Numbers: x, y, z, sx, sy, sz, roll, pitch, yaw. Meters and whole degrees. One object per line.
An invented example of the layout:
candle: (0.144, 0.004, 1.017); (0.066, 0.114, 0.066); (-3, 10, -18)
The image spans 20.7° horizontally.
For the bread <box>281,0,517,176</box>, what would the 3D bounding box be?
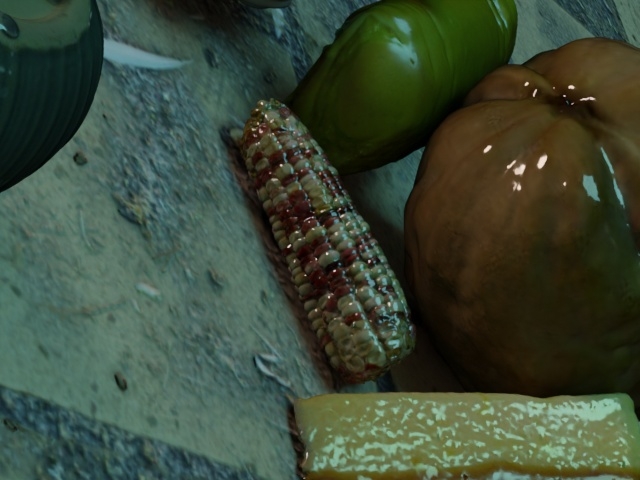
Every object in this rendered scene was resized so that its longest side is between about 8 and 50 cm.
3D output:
bread: (0.087, -0.147, 1.564); (0.112, 0.166, 0.383); (41, 23, 6)

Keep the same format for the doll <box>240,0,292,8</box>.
doll: (-0.020, -0.248, 1.422); (0.242, 0.311, 0.160); (35, 74, -72)

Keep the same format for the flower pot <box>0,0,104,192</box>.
flower pot: (-0.221, -0.112, 0.964); (0.189, 0.157, 0.243); (63, 27, 4)

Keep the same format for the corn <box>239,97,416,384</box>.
corn: (0.000, 0.000, 1.362); (0.079, 0.079, 0.237); (2, 57, -61)

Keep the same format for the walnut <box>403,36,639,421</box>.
walnut: (0.222, 0.009, 1.471); (0.344, 0.306, 0.306); (79, 2, -50)

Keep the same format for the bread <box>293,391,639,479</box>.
bread: (0.126, 0.184, 1.287); (0.264, 0.163, 0.168); (27, 41, -49)
